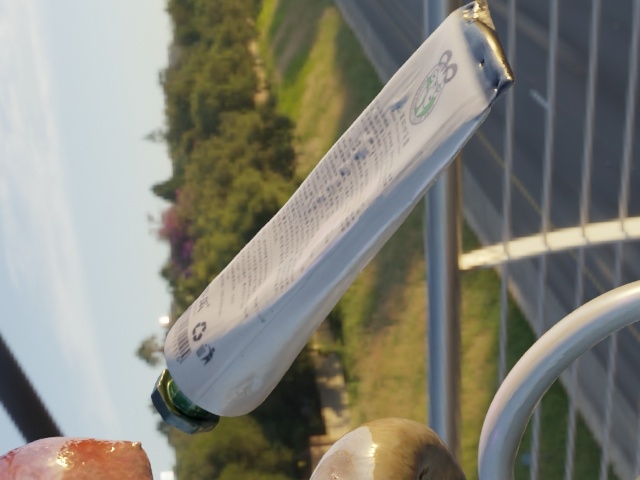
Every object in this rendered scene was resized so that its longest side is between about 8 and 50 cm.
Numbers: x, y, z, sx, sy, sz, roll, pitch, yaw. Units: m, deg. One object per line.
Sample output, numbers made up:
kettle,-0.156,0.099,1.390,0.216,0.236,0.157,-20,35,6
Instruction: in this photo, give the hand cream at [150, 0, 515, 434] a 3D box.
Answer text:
hand cream,0.000,0.000,0.660,0.336,0.076,0.121,-50,25,29

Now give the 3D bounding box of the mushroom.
mushroom,0.075,0.264,0.923,0.226,0.178,0.226,14,-107,-56

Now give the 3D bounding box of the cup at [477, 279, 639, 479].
cup,0.271,0.153,0.607,0.274,0.357,0.259,-54,1,12

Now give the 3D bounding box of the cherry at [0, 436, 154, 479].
cherry,-0.267,0.300,1.038,0.239,0.206,0.239,2,92,46
